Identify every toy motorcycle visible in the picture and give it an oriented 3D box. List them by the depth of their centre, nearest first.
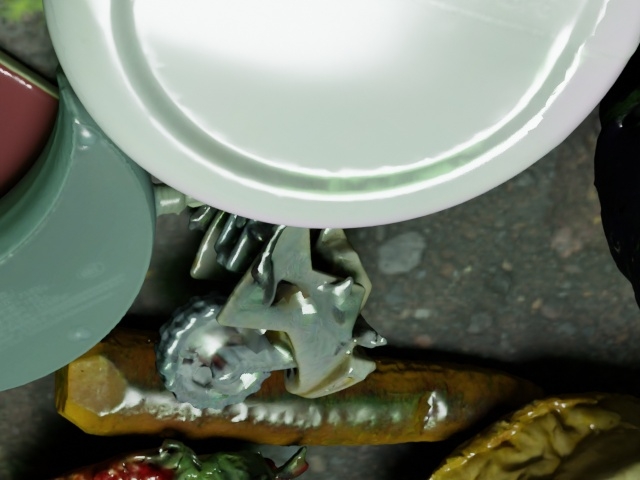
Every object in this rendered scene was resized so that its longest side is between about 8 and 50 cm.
[{"bbox_3d":[0.000,0.000,1.037,0.130,0.094,0.229,19,109,-27],"label":"toy motorcycle"}]

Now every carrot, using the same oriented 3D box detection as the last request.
[{"bbox_3d":[-0.002,0.092,1.122,0.314,0.066,0.066,4,126,-17],"label":"carrot"}]

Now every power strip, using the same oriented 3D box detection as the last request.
[{"bbox_3d":[-0.177,0.004,0.997,0.253,0.054,0.167,-24,134,6],"label":"power strip"}]

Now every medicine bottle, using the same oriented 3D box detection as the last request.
[{"bbox_3d":[0.002,-0.168,0.807,0.252,0.241,0.252,-5,128,-6],"label":"medicine bottle"}]

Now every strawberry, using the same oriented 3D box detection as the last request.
[{"bbox_3d":[-0.099,0.170,1.109,0.192,0.085,0.140,-9,167,-3],"label":"strawberry"}]

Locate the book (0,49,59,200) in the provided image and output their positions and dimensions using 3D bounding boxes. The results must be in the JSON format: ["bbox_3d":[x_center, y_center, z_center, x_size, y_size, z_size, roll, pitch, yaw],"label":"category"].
[{"bbox_3d":[-0.235,-0.017,1.019,0.162,0.022,0.232,33,115,-29],"label":"book"}]

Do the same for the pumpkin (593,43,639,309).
[{"bbox_3d":[0.291,-0.035,0.951,0.296,0.296,0.296,-5,127,-6],"label":"pumpkin"}]

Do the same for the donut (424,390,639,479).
[{"bbox_3d":[0.176,0.234,1.182,0.330,0.160,0.330,-13,123,-21],"label":"donut"}]
